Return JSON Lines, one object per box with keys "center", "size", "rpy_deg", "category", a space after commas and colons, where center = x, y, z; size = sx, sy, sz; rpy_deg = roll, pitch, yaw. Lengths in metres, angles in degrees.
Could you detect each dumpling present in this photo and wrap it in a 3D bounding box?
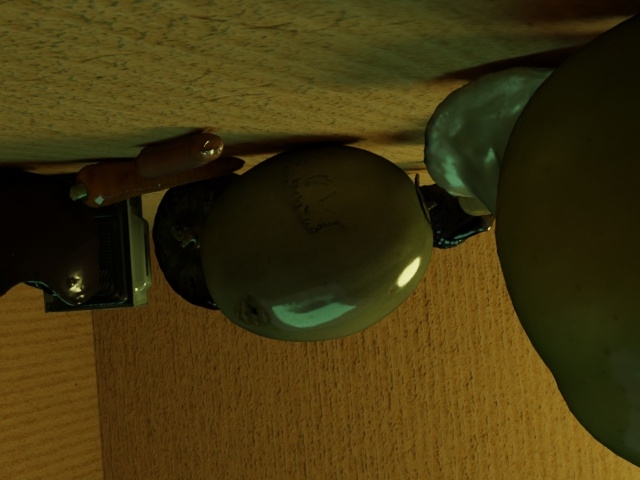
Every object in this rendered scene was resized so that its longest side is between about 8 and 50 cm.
{"center": [0.214, -0.098, 1.010], "size": [0.227, 0.243, 0.175], "rpy_deg": [13, -143, -5], "category": "dumpling"}

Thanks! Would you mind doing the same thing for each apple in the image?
{"center": [0.298, -0.009, 0.737], "size": [0.357, 0.357, 0.357], "rpy_deg": [-4, 179, 0], "category": "apple"}

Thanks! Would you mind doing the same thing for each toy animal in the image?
{"center": [0.244, -0.061, 2.002], "size": [0.185, 0.122, 0.298], "rpy_deg": [-40, -153, -21], "category": "toy animal"}

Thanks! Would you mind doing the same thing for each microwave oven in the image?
{"center": [-0.350, 0.004, 1.659], "size": [0.162, 0.208, 0.122], "rpy_deg": [-4, 179, 2], "category": "microwave oven"}

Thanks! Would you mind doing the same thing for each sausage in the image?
{"center": [-0.169, -0.102, 1.282], "size": [0.047, 0.040, 0.177], "rpy_deg": [5, 173, -38], "category": "sausage"}

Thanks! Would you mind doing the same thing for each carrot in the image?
{"center": [-0.227, -0.094, 1.489], "size": [0.256, 0.061, 0.061], "rpy_deg": [-14, -177, -25], "category": "carrot"}

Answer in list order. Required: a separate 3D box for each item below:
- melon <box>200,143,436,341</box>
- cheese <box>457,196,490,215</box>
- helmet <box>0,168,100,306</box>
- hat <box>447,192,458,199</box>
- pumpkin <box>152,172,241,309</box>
{"center": [0.000, 0.000, 1.469], "size": [0.330, 0.268, 0.268], "rpy_deg": [-13, 179, 2], "category": "melon"}
{"center": [0.289, -0.095, 1.528], "size": [0.218, 0.117, 0.235], "rpy_deg": [-3, 180, 40], "category": "cheese"}
{"center": [-0.443, -0.012, 1.470], "size": [0.305, 0.177, 0.225], "rpy_deg": [8, -177, -32], "category": "helmet"}
{"center": [0.262, -0.106, 1.880], "size": [0.077, 0.076, 0.059], "rpy_deg": [29, -157, -1], "category": "hat"}
{"center": [-0.172, 0.001, 1.741], "size": [0.238, 0.238, 0.159], "rpy_deg": [-5, -178, 43], "category": "pumpkin"}
